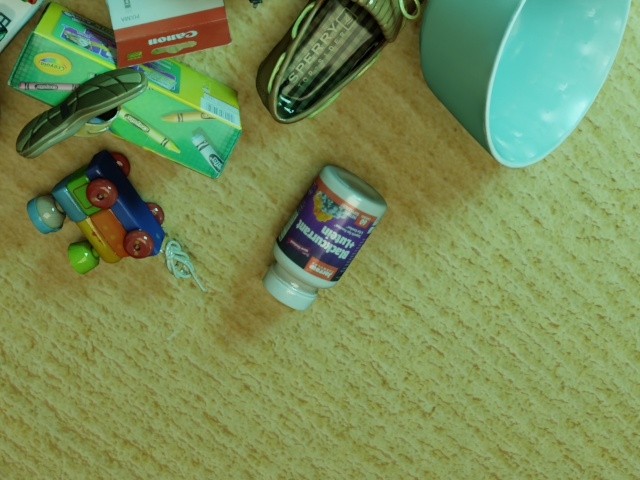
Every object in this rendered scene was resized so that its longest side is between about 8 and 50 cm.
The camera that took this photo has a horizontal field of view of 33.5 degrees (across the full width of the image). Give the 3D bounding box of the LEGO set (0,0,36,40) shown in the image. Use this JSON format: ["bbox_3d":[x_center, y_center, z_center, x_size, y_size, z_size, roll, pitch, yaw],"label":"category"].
[{"bbox_3d":[-0.375,-0.358,1.229,0.183,0.060,0.244,-10,105,21],"label":"LEGO set"}]

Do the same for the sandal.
[{"bbox_3d":[-0.275,-0.144,1.250,0.180,0.072,0.049,-31,130,9],"label":"sandal"}]

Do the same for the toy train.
[{"bbox_3d":[-0.285,0.009,1.484,0.143,0.105,0.248,-25,115,16],"label":"toy train"}]

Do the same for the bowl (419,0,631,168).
[{"bbox_3d":[0.242,-0.264,1.348,0.312,0.163,0.311,-33,139,-34],"label":"bowl"}]

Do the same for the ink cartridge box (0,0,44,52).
[{"bbox_3d":[-0.440,-0.335,1.314,0.193,0.088,0.234,39,103,-19],"label":"ink cartridge box"}]

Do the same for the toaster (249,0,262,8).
[{"bbox_3d":[-0.055,-0.389,1.288,0.129,0.146,0.226,8,98,-12],"label":"toaster"}]

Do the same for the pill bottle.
[{"bbox_3d":[0.000,0.000,1.504,0.108,0.108,0.193,28,108,-17],"label":"pill bottle"}]

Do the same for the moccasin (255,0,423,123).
[{"bbox_3d":[0.055,-0.306,1.353,0.380,0.147,0.139,-44,112,12],"label":"moccasin"}]

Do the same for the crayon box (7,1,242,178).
[{"bbox_3d":[-0.241,-0.193,1.358,0.278,0.165,0.081,24,110,-16],"label":"crayon box"}]

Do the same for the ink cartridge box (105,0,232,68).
[{"bbox_3d":[-0.191,-0.291,1.314,0.146,0.179,0.045,-13,132,-1],"label":"ink cartridge box"}]
